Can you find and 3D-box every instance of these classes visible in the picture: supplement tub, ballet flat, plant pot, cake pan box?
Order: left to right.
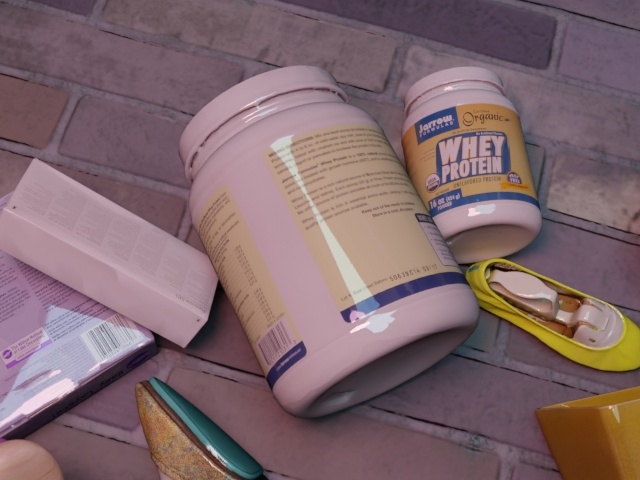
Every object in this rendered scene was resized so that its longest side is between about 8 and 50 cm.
[{"bbox_3d":[-0.347,0.085,1.099,0.266,0.070,0.246,-33,75,-15],"label":"cake pan box"},{"bbox_3d":[-0.079,0.280,1.015,0.348,0.123,0.123,35,70,11],"label":"ballet flat"},{"bbox_3d":[0.000,0.000,1.064,0.235,0.235,0.325,-23,71,-12],"label":"supplement tub"},{"bbox_3d":[0.172,-0.087,1.159,0.144,0.144,0.200,-6,68,-6],"label":"supplement tub"},{"bbox_3d":[0.275,0.083,1.131,0.231,0.077,0.077,25,69,7],"label":"ballet flat"},{"bbox_3d":[0.372,0.242,1.014,0.212,0.212,0.187,-11,81,-8],"label":"plant pot"}]

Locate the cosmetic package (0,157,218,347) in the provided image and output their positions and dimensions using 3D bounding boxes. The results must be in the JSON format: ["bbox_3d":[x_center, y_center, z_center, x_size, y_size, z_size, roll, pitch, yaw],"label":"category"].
[{"bbox_3d":[-0.228,0.016,1.066,0.239,0.060,0.099,31,32,-15],"label":"cosmetic package"}]

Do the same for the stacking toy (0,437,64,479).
[{"bbox_3d":[-0.415,0.242,0.963,0.330,0.141,0.141,4,64,27],"label":"stacking toy"}]
